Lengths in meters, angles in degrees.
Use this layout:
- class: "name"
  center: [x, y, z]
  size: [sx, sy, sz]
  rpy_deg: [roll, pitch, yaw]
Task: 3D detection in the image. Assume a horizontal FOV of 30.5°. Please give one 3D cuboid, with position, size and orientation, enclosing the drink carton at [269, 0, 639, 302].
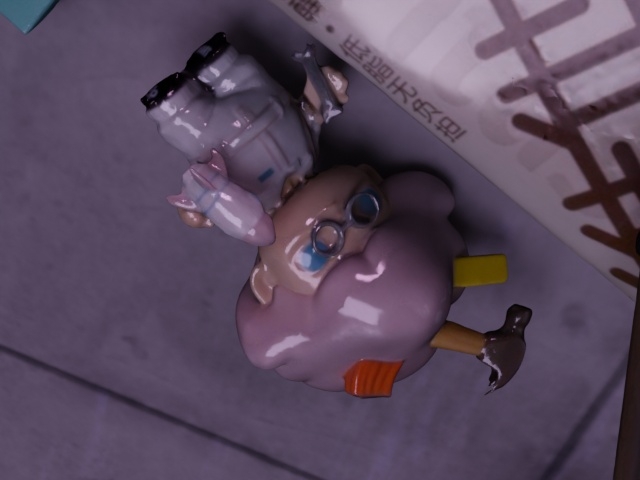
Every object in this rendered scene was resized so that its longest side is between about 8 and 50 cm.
- class: "drink carton"
  center: [0.135, -0.107, 0.463]
  size: [0.325, 0.132, 0.194]
  rpy_deg: [38, 126, -11]

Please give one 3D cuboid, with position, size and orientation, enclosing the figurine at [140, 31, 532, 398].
- class: "figurine"
  center: [0.000, 0.000, 0.599]
  size: [0.229, 0.137, 0.112]
  rpy_deg: [49, 157, -15]

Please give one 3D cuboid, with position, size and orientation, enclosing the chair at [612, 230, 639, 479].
- class: "chair"
  center: [0.189, 0.010, 0.355]
  size: [0.188, 0.272, 0.166]
  rpy_deg: [9, 172, 11]

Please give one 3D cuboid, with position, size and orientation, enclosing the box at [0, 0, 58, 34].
- class: "box"
  center: [-0.176, -0.224, 0.531]
  size: [0.229, 0.041, 0.162]
  rpy_deg: [42, 126, -14]
